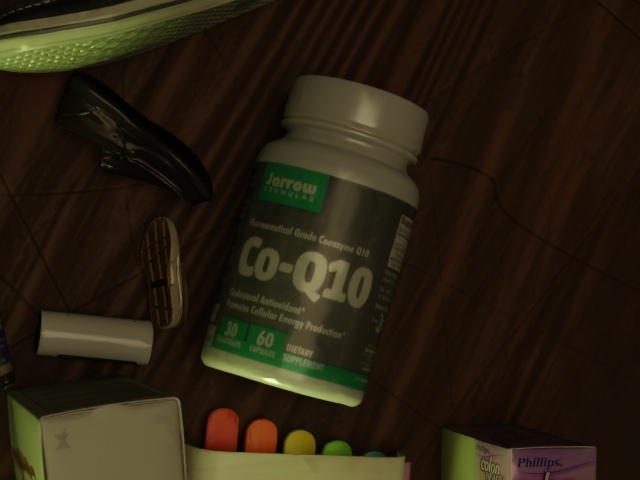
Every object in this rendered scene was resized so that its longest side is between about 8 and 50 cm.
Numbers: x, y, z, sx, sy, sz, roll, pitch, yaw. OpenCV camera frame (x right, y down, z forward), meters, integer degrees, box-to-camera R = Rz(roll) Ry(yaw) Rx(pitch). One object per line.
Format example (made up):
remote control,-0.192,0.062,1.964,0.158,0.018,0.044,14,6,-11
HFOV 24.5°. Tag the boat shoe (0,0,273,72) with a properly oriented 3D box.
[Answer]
boat shoe,-0.170,-0.324,1.719,0.500,0.187,0.156,-26,92,-21

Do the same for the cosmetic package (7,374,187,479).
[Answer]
cosmetic package,-0.252,0.230,1.629,0.153,0.296,0.129,-6,91,-17

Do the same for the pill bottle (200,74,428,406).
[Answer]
pill bottle,0.000,0.000,1.756,0.204,0.204,0.361,17,85,-17

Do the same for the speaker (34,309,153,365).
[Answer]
speaker,-0.270,0.115,1.749,0.136,0.055,0.055,7,88,-18

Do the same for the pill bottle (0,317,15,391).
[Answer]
pill bottle,-0.428,0.072,1.665,0.123,0.123,0.219,-14,95,-17

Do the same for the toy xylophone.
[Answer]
toy xylophone,-0.036,0.343,1.809,0.323,0.081,0.236,13,86,-17

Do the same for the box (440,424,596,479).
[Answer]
box,0.240,0.361,1.826,0.117,0.213,0.243,1,89,-17

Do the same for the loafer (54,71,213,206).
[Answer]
loafer,-0.224,-0.108,1.760,0.220,0.080,0.078,39,101,-4

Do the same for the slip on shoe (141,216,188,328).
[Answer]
slip on shoe,-0.183,0.039,1.786,0.041,0.051,0.135,2,79,-57
